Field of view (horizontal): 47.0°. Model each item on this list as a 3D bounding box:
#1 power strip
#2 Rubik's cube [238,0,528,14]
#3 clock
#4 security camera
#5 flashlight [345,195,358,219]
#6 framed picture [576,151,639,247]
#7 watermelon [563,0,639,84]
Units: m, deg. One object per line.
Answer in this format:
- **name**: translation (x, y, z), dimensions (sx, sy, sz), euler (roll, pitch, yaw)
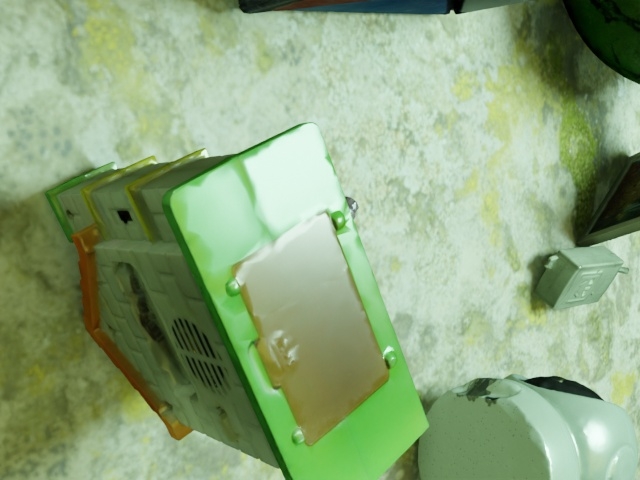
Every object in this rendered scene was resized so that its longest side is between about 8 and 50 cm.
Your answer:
- **power strip**: translation (0.360, 0.047, 0.988), dimensions (0.175, 0.042, 0.075), euler (-4, 128, -37)
- **Rubik's cube**: translation (0.104, -0.354, 0.582), dimensions (0.305, 0.306, 0.311), euler (-11, 101, -35)
- **clock**: translation (-0.078, 0.046, 0.521), dimensions (0.106, 0.255, 0.220), euler (-32, 111, -32)
- **security camera**: translation (0.254, 0.248, 0.853), dimensions (0.236, 0.194, 0.195), euler (3, 94, -37)
- **flashlight**: translation (0.000, 0.000, 0.722), dimensions (0.110, 0.031, 0.052), euler (-54, 148, -24)
- **framed picture**: translation (0.451, -0.083, 0.944), dimensions (0.016, 0.250, 0.184), euler (41, 69, -7)
- **watermelon**: translation (0.461, -0.327, 0.841), dimensions (0.363, 0.363, 0.364), euler (-6, 99, -38)
